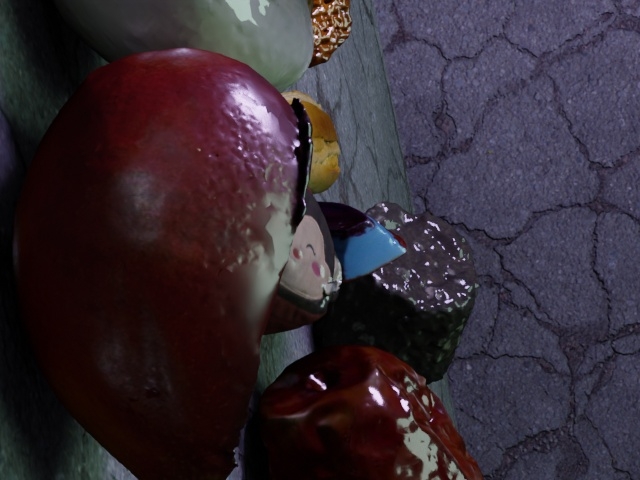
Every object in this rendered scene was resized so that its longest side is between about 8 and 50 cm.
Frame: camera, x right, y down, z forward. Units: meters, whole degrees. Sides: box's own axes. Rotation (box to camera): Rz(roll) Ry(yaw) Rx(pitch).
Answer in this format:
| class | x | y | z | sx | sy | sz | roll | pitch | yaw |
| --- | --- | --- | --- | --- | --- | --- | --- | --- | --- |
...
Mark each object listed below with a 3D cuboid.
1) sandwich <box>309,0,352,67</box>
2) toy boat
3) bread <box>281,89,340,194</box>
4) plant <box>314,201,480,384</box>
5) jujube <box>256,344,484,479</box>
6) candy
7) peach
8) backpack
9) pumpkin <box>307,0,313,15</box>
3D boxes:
| class | x | y | z | sx | sy | sz | roll | pitch | yaw |
| --- | --- | --- | --- | --- | --- | --- | --- | --- | --- |
| sandwich | -0.055 | -0.361 | 2.028 | 0.250 | 0.162 | 0.301 | 4 | 94 | -43 |
| toy boat | 0.000 | 0.000 | 1.861 | 0.079 | 0.136 | 0.392 | 67 | -14 | -11 |
| bread | -0.038 | -0.126 | 1.991 | 0.236 | 0.106 | 0.140 | -13 | 91 | -80 |
| plant | 0.092 | 0.114 | 2.205 | 0.312 | 0.213 | 0.215 | 121 | -23 | -46 |
| jujube | 0.066 | 0.309 | 1.765 | 0.377 | 0.276 | 0.276 | 61 | 18 | -25 |
| candy | -0.132 | -0.227 | 1.324 | 0.295 | 0.185 | 0.295 | 43 | 14 | -13 |
| peach | -0.138 | 0.018 | 1.142 | 0.258 | 0.201 | 0.362 | 136 | -37 | -67 |
| backpack | -0.076 | -0.012 | 1.638 | 0.229 | 0.138 | 0.229 | 39 | 41 | -45 |
| pumpkin | -0.103 | -0.317 | 1.567 | 0.281 | 0.190 | 0.139 | 86 | 9 | -51 |
